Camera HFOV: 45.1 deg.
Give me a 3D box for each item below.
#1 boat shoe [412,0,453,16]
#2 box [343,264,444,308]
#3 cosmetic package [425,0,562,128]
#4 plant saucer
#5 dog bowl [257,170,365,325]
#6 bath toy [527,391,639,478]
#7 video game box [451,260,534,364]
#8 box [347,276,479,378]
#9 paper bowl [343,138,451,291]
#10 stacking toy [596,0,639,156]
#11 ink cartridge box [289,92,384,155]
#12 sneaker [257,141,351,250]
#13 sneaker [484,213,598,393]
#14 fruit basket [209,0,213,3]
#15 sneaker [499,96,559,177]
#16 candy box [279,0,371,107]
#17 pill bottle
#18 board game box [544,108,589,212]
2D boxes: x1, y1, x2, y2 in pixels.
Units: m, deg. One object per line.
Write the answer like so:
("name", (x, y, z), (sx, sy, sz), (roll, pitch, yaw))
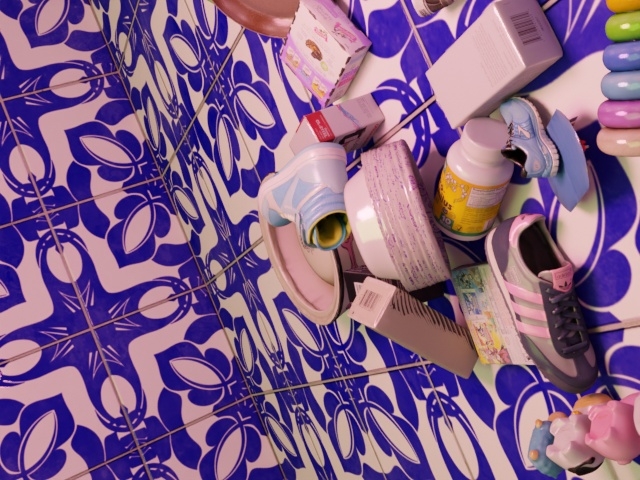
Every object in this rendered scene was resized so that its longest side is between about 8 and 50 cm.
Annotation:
("boat shoe", (0.175, -0.498, 1.318), (0.070, 0.077, 0.220), (-16, 91, 31))
("box", (0.158, 0.093, 1.684), (0.156, 0.158, 0.093), (2, 106, 65))
("cosmetic package", (0.275, -0.286, 1.254), (0.117, 0.085, 0.231), (66, 157, 6))
("plant saucer", (-0.110, -0.565, 1.664), (0.310, 0.310, 0.050), (129, 160, -62))
("dog bowl", (0.000, 0.000, 1.955), (0.408, 0.150, 0.408), (45, 147, 41))
("bath toy", (0.486, 0.305, 1.235), (0.129, 0.151, 0.348), (31, 152, -8))
("video game box", (0.344, 0.138, 1.483), (0.187, 0.048, 0.205), (-18, 93, 63))
("box", (0.198, 0.178, 1.564), (0.275, 0.094, 0.113), (30, 174, -31))
("paper bowl", (0.141, -0.040, 1.483), (0.284, 0.148, 0.285), (-18, -90, -79))
("stacking toy", (0.403, -0.277, 0.955), (0.141, 0.141, 0.331), (14, 117, 61))
("ink cartridge box", (0.035, -0.236, 1.670), (0.072, 0.175, 0.127), (60, 154, 13))
("sneaker", (-0.037, -0.050, 1.646), (0.319, 0.127, 0.208), (-43, 52, 56))
("sneaker", (0.386, 0.103, 1.293), (0.319, 0.112, 0.131), (63, 158, 10))
("fruit basket", (-0.253, -0.788, 1.762), (0.392, 0.283, 0.392), (35, 149, 25))
("sneaker", (0.319, -0.165, 1.233), (0.063, 0.073, 0.162), (79, 175, -55))
("candy box", (0.006, -0.413, 1.675), (0.165, 0.070, 0.196), (50, 152, 8))
("pill bottle", (0.271, -0.108, 1.356), (0.118, 0.117, 0.208), (52, 151, 32))
("board game box", (0.389, -0.124, 1.191), (0.169, 0.033, 0.133), (82, 172, -71))
